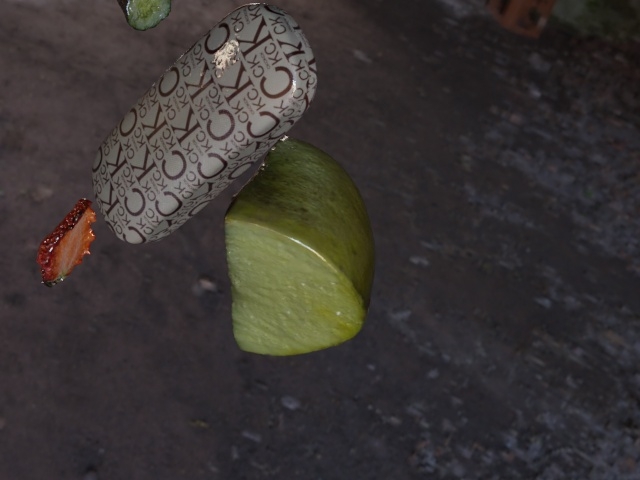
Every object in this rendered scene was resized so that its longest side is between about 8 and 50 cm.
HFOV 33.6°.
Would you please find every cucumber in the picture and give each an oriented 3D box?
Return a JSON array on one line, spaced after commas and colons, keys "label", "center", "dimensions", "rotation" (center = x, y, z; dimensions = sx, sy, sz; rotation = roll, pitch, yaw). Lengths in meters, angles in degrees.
[{"label": "cucumber", "center": [-0.281, -0.391, 1.536], "dimensions": [0.072, 0.072, 0.300], "rotation": [8, 30, -29]}]

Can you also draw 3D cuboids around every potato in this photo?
[{"label": "potato", "center": [0.000, 0.000, 1.590], "dimensions": [0.212, 0.330, 0.280], "rotation": [14, 51, 9]}]

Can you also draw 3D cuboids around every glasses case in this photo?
[{"label": "glasses case", "center": [-0.140, -0.124, 1.192], "dimensions": [0.085, 0.354, 0.137], "rotation": [-9, 67, -52]}]

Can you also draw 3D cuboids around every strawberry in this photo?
[{"label": "strawberry", "center": [-0.376, 0.001, 1.559], "dimensions": [0.048, 0.152, 0.104], "rotation": [31, 19, 15]}]
